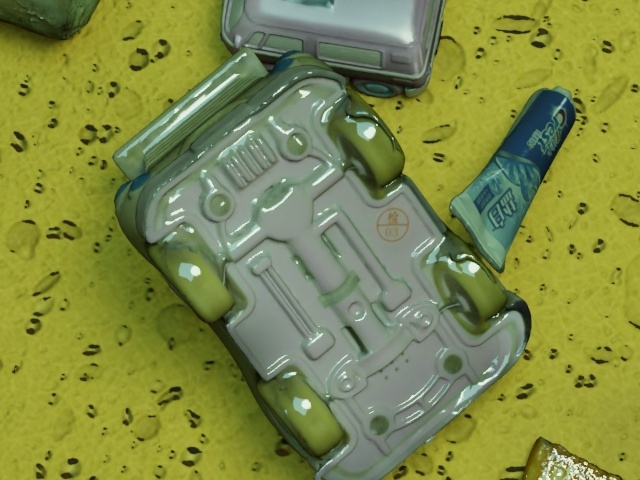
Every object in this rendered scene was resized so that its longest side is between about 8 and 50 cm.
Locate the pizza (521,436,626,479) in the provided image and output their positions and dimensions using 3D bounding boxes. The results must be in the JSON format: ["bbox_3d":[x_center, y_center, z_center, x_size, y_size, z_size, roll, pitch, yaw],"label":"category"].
[{"bbox_3d":[0.257,0.251,1.569,0.176,0.036,0.185,-17,74,-2],"label":"pizza"}]

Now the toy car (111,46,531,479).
[{"bbox_3d":[-0.010,0.017,1.555,0.242,0.226,0.336,-40,112,-6],"label":"toy car"}]

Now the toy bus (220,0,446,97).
[{"bbox_3d":[0.012,-0.222,1.642,0.202,0.142,0.142,10,78,7],"label":"toy bus"}]

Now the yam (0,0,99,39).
[{"bbox_3d":[-0.318,-0.294,1.676,0.268,0.161,0.161,20,79,10],"label":"yam"}]

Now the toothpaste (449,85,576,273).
[{"bbox_3d":[0.176,-0.069,1.572,0.047,0.069,0.268,8,35,23],"label":"toothpaste"}]
